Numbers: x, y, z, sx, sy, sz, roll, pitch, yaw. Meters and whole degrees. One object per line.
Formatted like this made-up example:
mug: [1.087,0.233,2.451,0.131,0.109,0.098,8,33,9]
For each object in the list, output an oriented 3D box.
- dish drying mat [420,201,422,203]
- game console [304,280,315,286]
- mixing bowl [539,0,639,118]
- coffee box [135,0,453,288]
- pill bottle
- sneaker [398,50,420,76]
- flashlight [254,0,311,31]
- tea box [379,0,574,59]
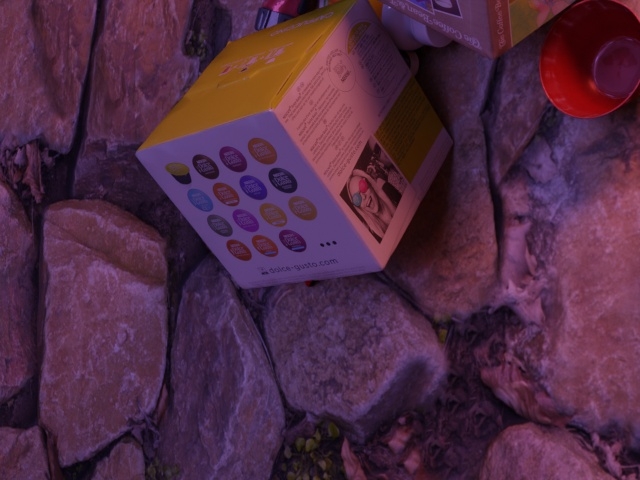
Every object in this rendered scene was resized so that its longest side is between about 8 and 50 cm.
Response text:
dish drying mat: [0.172,-0.106,1.914,0.032,0.008,0.083,-8,83,43]
game console: [0.000,0.000,2.065,0.124,0.085,0.144,116,138,-61]
mixing bowl: [0.439,-0.271,1.610,0.181,0.098,0.181,-3,86,44]
coffee box: [-0.037,-0.161,1.798,0.337,0.338,0.334,-10,126,42]
pill bottle: [0.127,-0.415,1.884,0.245,0.136,0.136,22,102,42]
sneaker: [0.075,-0.275,1.946,0.234,0.106,0.078,-43,59,33]
flashlight: [-0.043,-0.550,2.083,0.103,0.103,0.304,-127,53,-75]
tea box: [0.249,-0.497,1.615,0.323,0.220,0.329,-39,50,-18]
